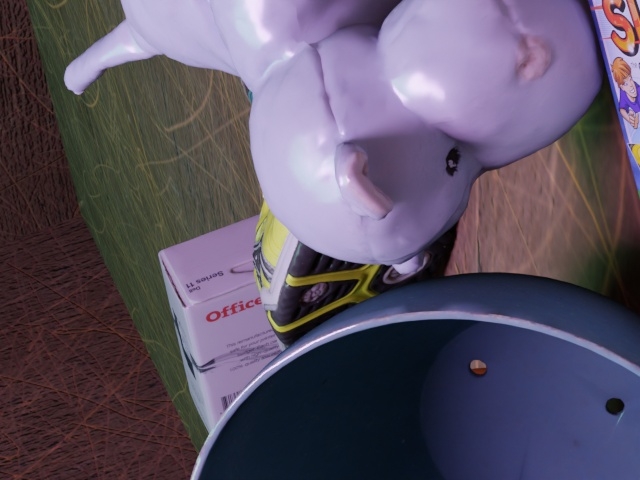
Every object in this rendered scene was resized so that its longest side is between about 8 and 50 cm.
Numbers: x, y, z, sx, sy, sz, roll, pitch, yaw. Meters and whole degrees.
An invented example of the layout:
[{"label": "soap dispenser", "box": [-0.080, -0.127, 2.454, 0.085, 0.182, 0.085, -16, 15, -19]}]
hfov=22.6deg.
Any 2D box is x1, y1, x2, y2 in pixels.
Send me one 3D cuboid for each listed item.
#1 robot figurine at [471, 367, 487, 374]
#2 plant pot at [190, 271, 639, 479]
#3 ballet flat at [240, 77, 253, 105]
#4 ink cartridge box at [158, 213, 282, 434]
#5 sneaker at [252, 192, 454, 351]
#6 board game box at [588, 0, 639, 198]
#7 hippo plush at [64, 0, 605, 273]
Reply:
[{"label": "robot figurine", "box": [0.114, 0.176, 1.015, 0.128, 0.158, 0.219, 112, 142, -60]}, {"label": "plant pot", "box": [0.098, 0.133, 0.830, 0.195, 0.290, 0.290, -51, -54, -63]}, {"label": "ballet flat", "box": [-0.042, -0.147, 1.305, 0.168, 0.057, 0.052, 55, -144, -58]}, {"label": "ink cartridge box", "box": [-0.059, 0.080, 1.531, 0.208, 0.153, 0.087, 83, 161, -45]}, {"label": "sneaker", "box": [0.000, 0.000, 1.193, 0.385, 0.145, 0.147, 101, 145, -64]}, {"label": "board game box", "box": [0.177, -0.055, 0.634, 0.201, 0.035, 0.136, -150, 40, -69]}, {"label": "hippo plush", "box": [-0.003, -0.113, 0.749, 0.237, 0.294, 0.234, 60, -174, 25]}]
